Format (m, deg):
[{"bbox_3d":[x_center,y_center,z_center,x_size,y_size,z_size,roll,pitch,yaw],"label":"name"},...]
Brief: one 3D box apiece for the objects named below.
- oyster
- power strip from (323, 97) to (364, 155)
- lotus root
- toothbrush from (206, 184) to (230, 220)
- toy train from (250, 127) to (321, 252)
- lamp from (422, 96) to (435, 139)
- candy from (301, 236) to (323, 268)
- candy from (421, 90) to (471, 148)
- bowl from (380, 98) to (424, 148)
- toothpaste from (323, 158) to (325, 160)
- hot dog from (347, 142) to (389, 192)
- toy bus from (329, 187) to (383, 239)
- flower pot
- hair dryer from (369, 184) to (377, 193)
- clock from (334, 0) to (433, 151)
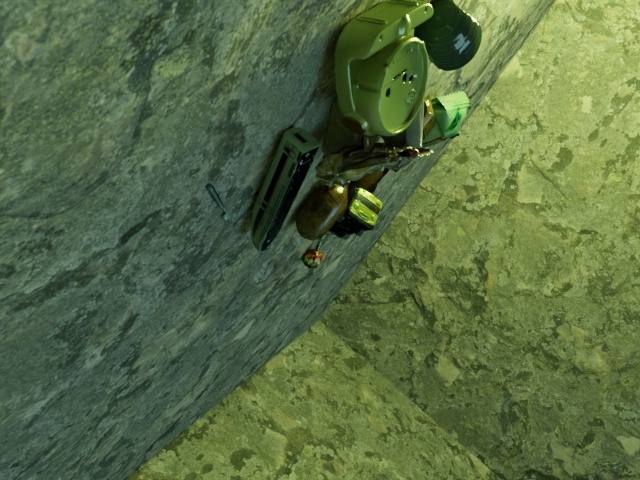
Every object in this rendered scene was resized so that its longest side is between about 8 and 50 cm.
[{"bbox_3d":[0.152,-0.226,1.534,0.271,0.100,0.275,1,163,-41],"label":"oyster"},{"bbox_3d":[0.073,-0.305,1.574,0.070,0.105,0.256,-43,166,-21],"label":"power strip"},{"bbox_3d":[0.013,-0.114,1.899,0.260,0.128,0.145,-49,-178,8],"label":"lotus root"},{"bbox_3d":[-0.244,-0.088,1.308,0.019,0.016,0.219,-39,167,-10],"label":"toothbrush"},{"bbox_3d":[-0.121,-0.121,1.473,0.086,0.088,0.406,-36,162,-45],"label":"toy train"},{"bbox_3d":[0.342,-0.451,2.006,0.161,0.161,0.185,-50,169,1],"label":"lamp"},{"bbox_3d":[-0.002,-0.001,2.382,0.084,0.078,0.287,6,121,-31],"label":"candy"},{"bbox_3d":[0.456,-0.484,2.398,0.398,0.171,0.263,-34,170,38],"label":"candy"},{"bbox_3d":[0.235,-0.401,1.622,0.287,0.144,0.286,1,90,-79],"label":"bowl"},{"bbox_3d":[0.083,-0.289,1.813,0.089,0.057,0.234,-53,160,17],"label":"toothpaste"},{"bbox_3d":[0.184,-0.266,2.082,0.326,0.107,0.194,-51,-174,27],"label":"hot dog"},{"bbox_3d":[0.111,-0.101,2.030,0.150,0.128,0.262,-63,-161,-18],"label":"toy bus"},{"bbox_3d":[0.361,-0.586,1.559,0.157,0.189,0.243,-47,160,17],"label":"flower pot"},{"bbox_3d":[0.150,-0.217,2.272,0.219,0.075,0.195,-38,155,-18],"label":"hair dryer"},{"bbox_3d":[0.164,-0.393,1.347,0.286,0.117,0.348,-42,142,-34],"label":"clock"}]
